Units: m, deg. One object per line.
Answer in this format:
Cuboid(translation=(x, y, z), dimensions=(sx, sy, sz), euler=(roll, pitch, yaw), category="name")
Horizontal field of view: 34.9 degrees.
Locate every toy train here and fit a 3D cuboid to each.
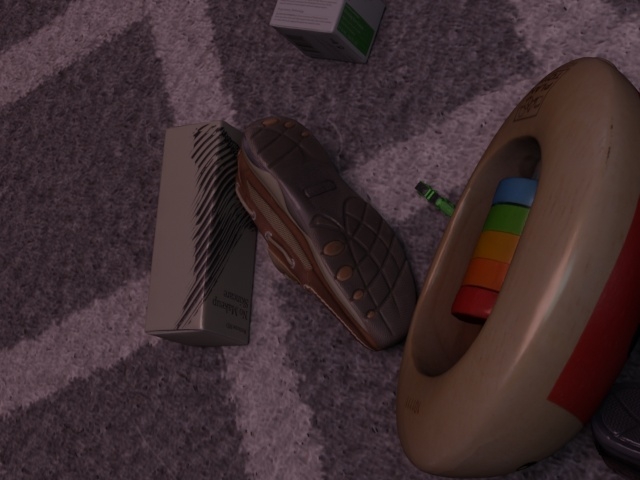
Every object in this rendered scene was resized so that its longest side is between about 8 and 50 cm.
Cuboid(translation=(0.143, -0.043, 1.201), dimensions=(0.083, 0.024, 0.017), euler=(42, 98, 33), category="toy train")

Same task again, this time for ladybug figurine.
Cuboid(translation=(0.222, 0.032, 1.008), dimensions=(0.449, 0.162, 0.305), euler=(-67, 12, -5), category="ladybug figurine")

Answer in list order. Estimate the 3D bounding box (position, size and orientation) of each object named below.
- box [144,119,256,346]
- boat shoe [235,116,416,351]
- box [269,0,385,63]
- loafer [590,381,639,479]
Cuboid(translation=(-0.147, -0.007, 1.311), dimensions=(0.094, 0.113, 0.275), euler=(-6, 74, 28), category="box")
Cuboid(translation=(0.000, 0.000, 1.233), dimensions=(0.324, 0.123, 0.116), euler=(59, 141, 21), category="boat shoe")
Cuboid(translation=(0.010, -0.290, 1.310), dimensions=(0.102, 0.101, 0.087), euler=(13, 82, 31), category="box")
Cuboid(translation=(0.398, 0.225, 0.943), dimensions=(0.303, 0.095, 0.109), euler=(22, 57, 29), category="loafer")
